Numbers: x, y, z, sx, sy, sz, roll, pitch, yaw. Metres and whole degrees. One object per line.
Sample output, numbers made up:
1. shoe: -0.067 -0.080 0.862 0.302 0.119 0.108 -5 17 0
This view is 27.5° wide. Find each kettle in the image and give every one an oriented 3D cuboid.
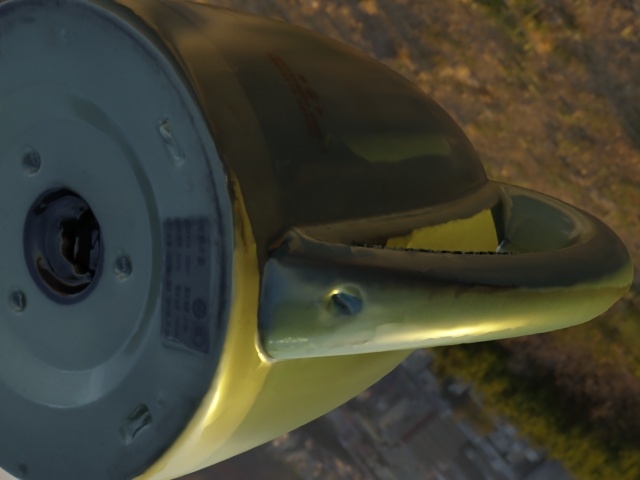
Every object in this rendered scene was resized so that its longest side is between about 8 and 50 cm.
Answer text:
1. kettle: 0.000 0.000 0.731 0.319 0.247 0.342 18 -165 37
